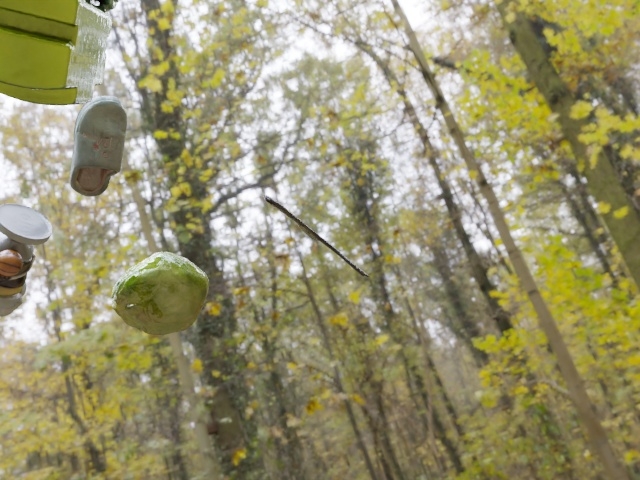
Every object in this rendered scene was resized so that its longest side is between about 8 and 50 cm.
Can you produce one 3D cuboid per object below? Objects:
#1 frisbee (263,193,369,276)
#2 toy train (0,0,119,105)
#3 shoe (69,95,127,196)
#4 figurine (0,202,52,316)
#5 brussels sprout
[{"bbox_3d":[0.000,0.000,1.125,0.012,0.187,0.211,-51,-24,-1],"label":"frisbee"},{"bbox_3d":[-0.394,-0.335,1.070,0.179,0.272,0.442,11,11,-11],"label":"toy train"},{"bbox_3d":[-0.479,-0.189,1.580,0.103,0.100,0.251,1,-52,-31],"label":"shoe"},{"bbox_3d":[-0.664,0.056,1.526,0.133,0.176,0.236,26,-65,-22],"label":"figurine"},{"bbox_3d":[-0.364,0.120,1.667,0.223,0.161,0.223,-14,-36,-10],"label":"brussels sprout"}]
